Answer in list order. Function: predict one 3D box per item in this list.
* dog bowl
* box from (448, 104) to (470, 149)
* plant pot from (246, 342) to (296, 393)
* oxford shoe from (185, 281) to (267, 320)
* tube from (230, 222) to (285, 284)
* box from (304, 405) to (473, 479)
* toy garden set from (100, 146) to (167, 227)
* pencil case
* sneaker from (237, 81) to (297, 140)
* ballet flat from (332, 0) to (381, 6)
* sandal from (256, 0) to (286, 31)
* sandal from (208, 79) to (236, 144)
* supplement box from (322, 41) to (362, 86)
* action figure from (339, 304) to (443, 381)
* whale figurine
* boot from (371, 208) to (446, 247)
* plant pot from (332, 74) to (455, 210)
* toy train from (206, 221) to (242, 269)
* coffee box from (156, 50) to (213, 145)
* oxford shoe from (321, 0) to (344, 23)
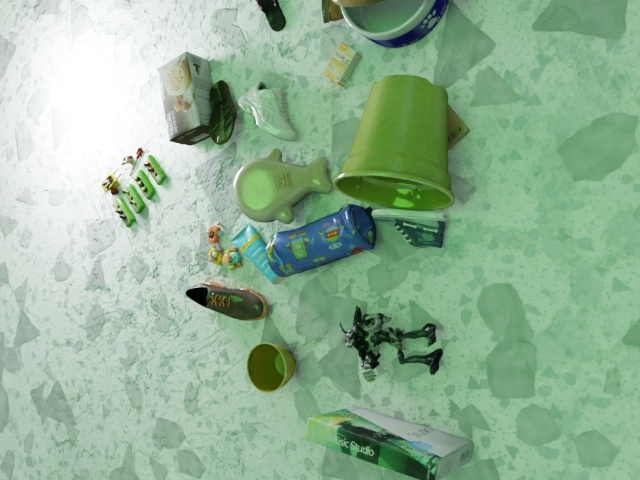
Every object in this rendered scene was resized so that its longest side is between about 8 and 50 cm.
[{"bbox_3d":[0.183,-0.622,1.464,0.265,0.104,0.265,-2,87,32],"label":"dog bowl"},{"bbox_3d":[0.243,-0.262,1.460,0.201,0.021,0.164,-43,67,24],"label":"box"},{"bbox_3d":[-0.121,0.344,1.623,0.134,0.095,0.134,-2,87,33],"label":"plant pot"},{"bbox_3d":[-0.278,0.183,1.727,0.271,0.098,0.097,7,92,32],"label":"oxford shoe"},{"bbox_3d":[-0.175,0.040,1.700,0.080,0.052,0.207,-41,62,-6],"label":"tube"},{"bbox_3d":[0.159,0.460,1.360,0.322,0.232,0.058,6,87,32],"label":"box"},{"bbox_3d":[-0.651,-0.201,2.009,0.244,0.049,0.204,-48,65,22],"label":"toy garden set"},{"bbox_3d":[0.000,0.000,1.545,0.306,0.119,0.133,-20,94,30],"label":"pencil case"},{"bbox_3d":[-0.137,-0.373,1.669,0.232,0.090,0.115,46,108,24],"label":"sneaker"},{"bbox_3d":[0.144,-0.606,1.352,0.342,0.124,0.116,15,96,32],"label":"ballet flat"},{"bbox_3d":[-0.154,-0.690,1.718,0.067,0.040,0.179,-34,71,27],"label":"sandal"},{"bbox_3d":[-0.292,-0.385,1.789,0.090,0.060,0.219,-24,61,23],"label":"sandal"},{"bbox_3d":[0.058,-0.470,1.577,0.062,0.036,0.098,40,108,26],"label":"supplement box"},{"bbox_3d":[0.147,0.247,1.433,0.275,0.141,0.164,0,99,31],"label":"action figure"},{"bbox_3d":[-0.101,-0.146,1.630,0.272,0.141,0.216,-15,80,6],"label":"whale figurine"},{"bbox_3d":[0.210,-0.030,1.442,0.190,0.069,0.086,5,88,31],"label":"boot"},{"bbox_3d":[0.185,-0.226,1.352,0.276,0.276,0.254,4,79,32],"label":"plant pot"},{"bbox_3d":[-0.296,0.019,1.776,0.166,0.046,0.125,22,100,31],"label":"toy train"},{"bbox_3d":[-0.411,-0.437,1.837,0.141,0.098,0.246,-17,79,31],"label":"coffee box"},{"bbox_3d":[0.035,-0.688,1.595,0.076,0.076,0.212,-6,81,2],"label":"oxford shoe"}]
